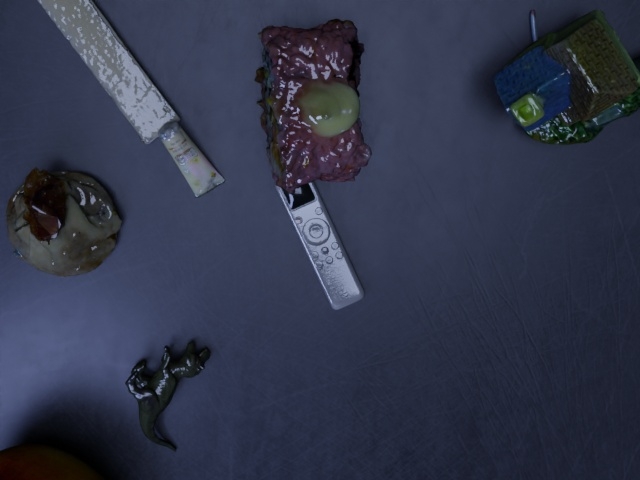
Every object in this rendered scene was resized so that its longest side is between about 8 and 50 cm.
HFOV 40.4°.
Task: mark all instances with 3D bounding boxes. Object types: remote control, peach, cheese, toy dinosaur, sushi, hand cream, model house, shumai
[{"bbox_3d":[0.000,0.000,1.540,0.067,0.029,0.261,-24,102,3],"label":"remote control"},{"bbox_3d":[-0.489,0.502,1.493,0.308,0.307,0.332,-24,132,3],"label":"peach"},{"bbox_3d":[-0.382,-0.343,1.452,0.085,0.034,0.400,-33,101,5],"label":"cheese"},{"bbox_3d":[-0.261,0.285,1.566,0.187,0.087,0.179,-36,100,7],"label":"toy dinosaur"},{"bbox_3d":[-0.008,-0.214,1.395,0.171,0.236,0.270,-5,99,-9],"label":"sushi"},{"bbox_3d":[-0.227,-0.138,1.492,0.061,0.039,0.143,-33,119,3],"label":"hand cream"},{"bbox_3d":[0.388,-0.237,1.387,0.214,0.189,0.195,-28,93,27],"label":"model house"},{"bbox_3d":[-0.444,-0.029,1.476,0.201,0.120,0.201,0,99,-2],"label":"shumai"}]

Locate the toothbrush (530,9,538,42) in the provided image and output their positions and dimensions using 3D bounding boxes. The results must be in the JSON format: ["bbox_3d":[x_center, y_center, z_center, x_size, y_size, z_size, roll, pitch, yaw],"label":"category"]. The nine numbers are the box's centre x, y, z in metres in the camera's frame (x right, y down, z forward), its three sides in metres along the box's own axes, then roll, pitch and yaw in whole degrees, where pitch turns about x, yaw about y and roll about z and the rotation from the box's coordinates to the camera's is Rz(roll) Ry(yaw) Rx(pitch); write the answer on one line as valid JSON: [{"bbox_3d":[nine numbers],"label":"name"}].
[{"bbox_3d":[0.372,-0.298,1.495,0.019,0.013,0.193,-5,103,8],"label":"toothbrush"}]

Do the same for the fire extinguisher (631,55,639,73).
[{"bbox_3d":[0.663,-0.319,1.463,0.294,0.093,0.118,-24,128,3],"label":"fire extinguisher"}]
